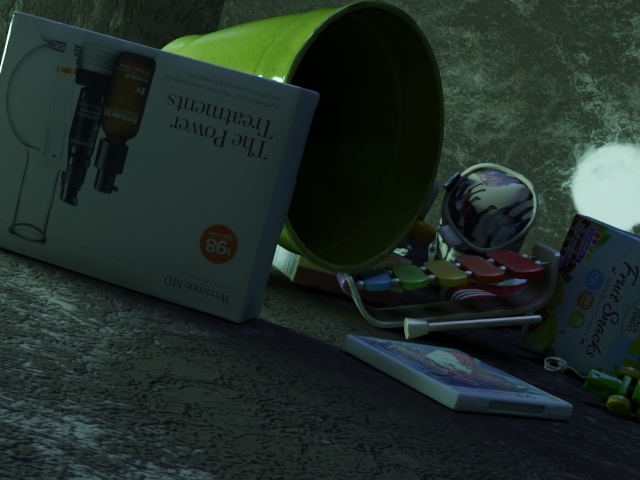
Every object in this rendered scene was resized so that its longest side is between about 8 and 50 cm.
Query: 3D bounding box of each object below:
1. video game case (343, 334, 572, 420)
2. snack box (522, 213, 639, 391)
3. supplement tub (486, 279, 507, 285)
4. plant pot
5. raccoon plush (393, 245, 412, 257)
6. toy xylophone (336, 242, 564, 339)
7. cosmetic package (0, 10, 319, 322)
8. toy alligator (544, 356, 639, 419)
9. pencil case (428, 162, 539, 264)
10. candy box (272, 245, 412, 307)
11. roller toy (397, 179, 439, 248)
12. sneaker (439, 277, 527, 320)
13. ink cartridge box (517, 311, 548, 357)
[{"bbox_3d":[0.154,0.154,1.256,0.183,0.023,0.201,11,6,-37],"label":"video game case"},{"bbox_3d":[0.407,0.089,1.562,0.174,0.207,0.070,29,13,37],"label":"snack box"},{"bbox_3d":[0.287,0.095,1.985,0.107,0.071,0.071,14,5,-20],"label":"supplement tub"},{"bbox_3d":[-0.069,-0.165,1.595,0.353,0.366,0.366,13,3,40],"label":"plant pot"},{"bbox_3d":[-0.050,-0.059,2.452,0.446,0.299,0.216,51,0,17],"label":"raccoon plush"},{"bbox_3d":[0.190,0.068,1.550,0.322,0.081,0.236,-7,8,-12],"label":"toy xylophone"},{"bbox_3d":[-0.221,-0.091,1.336,0.377,0.284,0.097,16,7,12],"label":"cosmetic package"},{"bbox_3d":[0.369,0.191,1.374,0.189,0.056,0.051,16,-37,22],"label":"toy alligator"},{"bbox_3d":[0.286,-0.010,2.052,0.183,0.160,0.410,-19,-14,-3],"label":"pencil case"},{"bbox_3d":[0.009,0.023,1.845,0.183,0.088,0.316,15,4,-17],"label":"candy box"},{"bbox_3d":[0.088,-0.076,1.850,0.209,0.146,0.191,28,2,-33],"label":"roller toy"},{"bbox_3d":[0.324,0.119,1.894,0.221,0.087,0.128,1,18,-15],"label":"sneaker"},{"bbox_3d":[0.509,0.130,1.728,0.272,0.130,0.309,20,16,37],"label":"ink cartridge box"}]
